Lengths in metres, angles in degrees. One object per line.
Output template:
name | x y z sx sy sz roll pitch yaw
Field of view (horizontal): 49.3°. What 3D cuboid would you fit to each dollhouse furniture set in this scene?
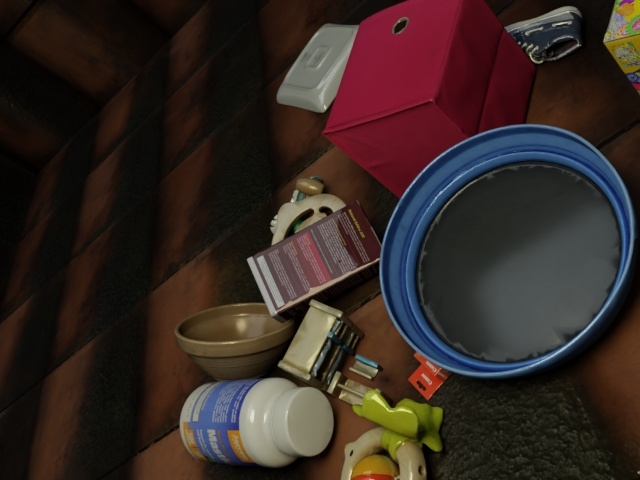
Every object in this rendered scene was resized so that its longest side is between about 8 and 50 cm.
dollhouse furniture set | 0.054 0.209 1.186 0.184 0.129 0.129 20 75 29

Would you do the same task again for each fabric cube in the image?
fabric cube | 0.201 -0.256 1.265 0.254 0.259 0.258 -6 57 46

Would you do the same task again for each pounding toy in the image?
pounding toy | 0.000 0.000 1.450 0.154 0.155 0.269 6 72 20

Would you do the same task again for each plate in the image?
plate | 0.005 -0.480 1.878 0.277 0.045 0.278 -57 34 -3

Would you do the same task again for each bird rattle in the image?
bird rattle | 0.110 0.355 1.011 0.207 0.143 0.253 -37 50 42

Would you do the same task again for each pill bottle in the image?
pill bottle | -0.112 0.321 1.230 0.272 0.152 0.152 -14 50 43

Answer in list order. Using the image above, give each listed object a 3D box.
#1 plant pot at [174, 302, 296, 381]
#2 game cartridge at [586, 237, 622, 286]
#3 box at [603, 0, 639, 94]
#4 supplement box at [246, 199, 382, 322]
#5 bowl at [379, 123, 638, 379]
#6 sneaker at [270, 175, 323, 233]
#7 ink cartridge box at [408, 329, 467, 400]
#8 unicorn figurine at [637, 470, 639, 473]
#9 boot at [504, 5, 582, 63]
plant pot | -0.162 0.209 1.381 0.237 0.237 0.109 10 110 53
game cartridge | 0.402 0.024 1.003 0.083 0.017 0.056 -57 31 -4
box | 0.534 -0.295 0.889 0.177 0.279 0.290 -1 61 50
supplement box | -0.002 0.041 1.311 0.239 0.073 0.130 -27 68 5
bowl | 0.272 0.016 1.041 0.391 0.077 0.391 -18 59 32
sneaker | -0.037 -0.066 1.571 0.076 0.065 0.166 38 95 39
ink cartridge box | 0.183 0.188 1.105 0.115 0.029 0.063 -51 35 3
unicorn figurine | 0.435 0.209 0.777 0.111 0.060 0.162 -12 36 45
boot | 0.392 -0.364 1.298 0.190 0.069 0.086 -19 44 37
